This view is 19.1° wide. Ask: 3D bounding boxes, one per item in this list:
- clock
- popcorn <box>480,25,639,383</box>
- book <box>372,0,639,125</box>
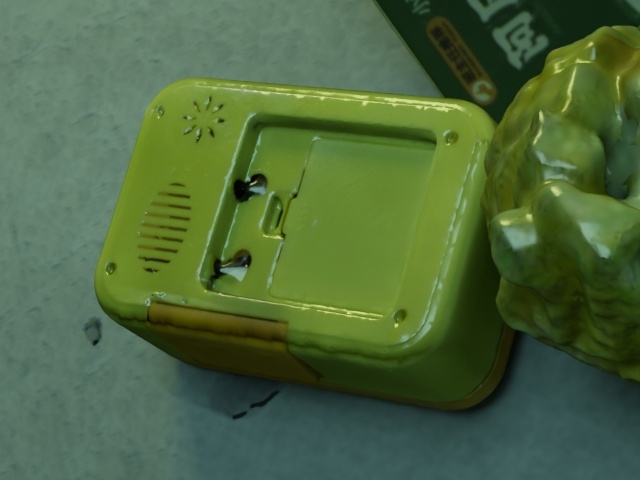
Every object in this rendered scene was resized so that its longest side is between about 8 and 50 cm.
[{"bbox_3d":[0.000,0.000,0.949,0.202,0.096,0.143,8,76,29],"label":"clock"},{"bbox_3d":[0.166,-0.021,0.836,0.187,0.167,0.185,-11,60,17],"label":"popcorn"},{"bbox_3d":[0.128,-0.206,0.960,0.264,0.027,0.202,-35,89,9],"label":"book"}]
